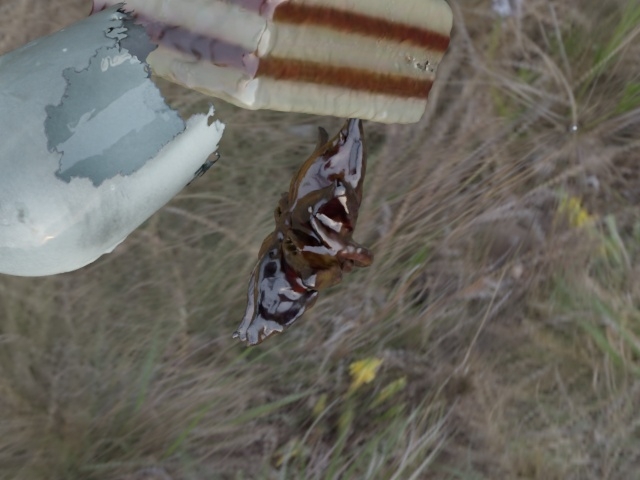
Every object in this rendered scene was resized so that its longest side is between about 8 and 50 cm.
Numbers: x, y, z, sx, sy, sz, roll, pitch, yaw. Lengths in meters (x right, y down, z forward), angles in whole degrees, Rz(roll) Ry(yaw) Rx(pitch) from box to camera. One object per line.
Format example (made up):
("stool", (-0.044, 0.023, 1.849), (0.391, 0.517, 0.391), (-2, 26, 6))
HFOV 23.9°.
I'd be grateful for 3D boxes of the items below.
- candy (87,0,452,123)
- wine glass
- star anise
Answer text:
("candy", (-0.034, -0.191, 1.325), (0.179, 0.321, 0.135), (24, 103, 29))
("wine glass", (-0.213, -0.013, 0.900), (0.321, 0.143, 0.143), (-39, 87, -11))
("star anise", (0.000, 0.000, 1.501), (0.103, 0.272, 0.272), (26, 98, -11))
